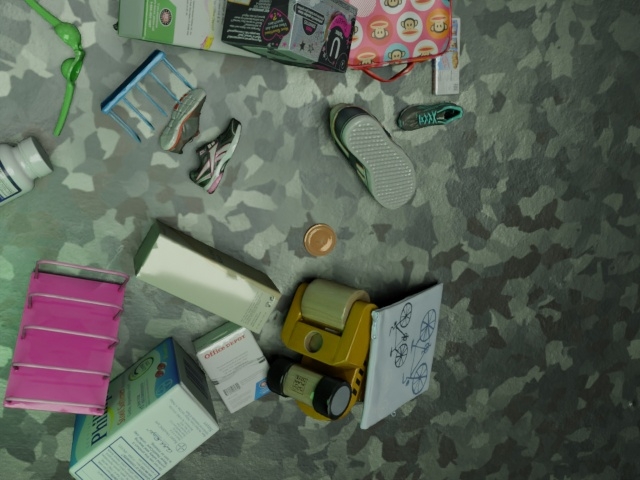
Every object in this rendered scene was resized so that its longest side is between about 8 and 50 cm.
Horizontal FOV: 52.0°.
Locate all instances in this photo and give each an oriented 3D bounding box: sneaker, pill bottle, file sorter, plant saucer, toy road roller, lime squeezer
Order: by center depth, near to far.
[{"bbox_3d":[-0.651,-0.133,1.337,0.186,0.112,0.112,-30,111,-8],"label":"pill bottle"},{"bbox_3d":[-0.535,-0.373,1.338,0.109,0.059,0.311,-14,109,-13],"label":"lime squeezer"},{"bbox_3d":[-0.524,0.205,1.367,0.202,0.182,0.291,11,71,-20],"label":"file sorter"},{"bbox_3d":[-0.363,-0.302,1.378,0.170,0.118,0.104,-45,115,-1],"label":"file sorter"},{"bbox_3d":[-0.293,-0.262,1.453,0.065,0.061,0.158,29,96,-49],"label":"sneaker"},{"bbox_3d":[-0.237,-0.197,1.473,0.077,0.072,0.178,26,90,-11],"label":"sneaker"},{"bbox_3d":[0.127,-0.207,1.562,0.126,0.127,0.321,-36,137,1],"label":"sneaker"},{"bbox_3d":[0.272,-0.305,1.595,0.166,0.076,0.065,-17,108,-12],"label":"sneaker"},{"bbox_3d":[0.037,0.277,1.618,0.240,0.202,0.330,26,81,-53],"label":"toy road roller"},{"bbox_3d":[0.000,0.000,1.628,0.083,0.013,0.084,-4,106,-15],"label":"plant saucer"}]

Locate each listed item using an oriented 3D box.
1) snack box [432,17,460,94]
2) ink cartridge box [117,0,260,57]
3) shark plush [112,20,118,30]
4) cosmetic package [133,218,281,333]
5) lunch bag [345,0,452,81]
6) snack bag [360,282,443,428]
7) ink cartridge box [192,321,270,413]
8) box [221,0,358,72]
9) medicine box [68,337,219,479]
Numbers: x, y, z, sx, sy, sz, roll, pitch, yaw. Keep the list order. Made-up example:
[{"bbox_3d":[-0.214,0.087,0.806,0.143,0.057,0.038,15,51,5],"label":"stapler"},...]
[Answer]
[{"bbox_3d":[0.306,-0.447,1.595,0.064,0.022,0.178,-7,107,-14],"label":"snack box"},{"bbox_3d":[-0.246,-0.486,1.310,0.278,0.117,0.202,-4,108,-42],"label":"ink cartridge box"},{"bbox_3d":[-0.357,-0.483,1.365,0.161,0.073,0.067,-43,143,-7],"label":"shark plush"},{"bbox_3d":[-0.259,0.082,1.494,0.309,0.160,0.113,29,94,-23],"label":"cosmetic package"},{"bbox_3d":[0.152,-0.491,1.481,0.293,0.120,0.258,-8,106,-13],"label":"lunch bag"},{"bbox_3d":[0.204,0.290,1.664,0.342,0.037,0.323,-15,115,-51],"label":"snack bag"},{"bbox_3d":[-0.207,0.303,1.611,0.139,0.082,0.191,-28,110,-9],"label":"ink cartridge box"},{"bbox_3d":[-0.054,-0.428,1.307,0.247,0.163,0.142,-9,112,-62],"label":"box"},{"bbox_3d":[-0.398,0.402,1.481,0.289,0.263,0.149,-37,112,-5],"label":"medicine box"}]
